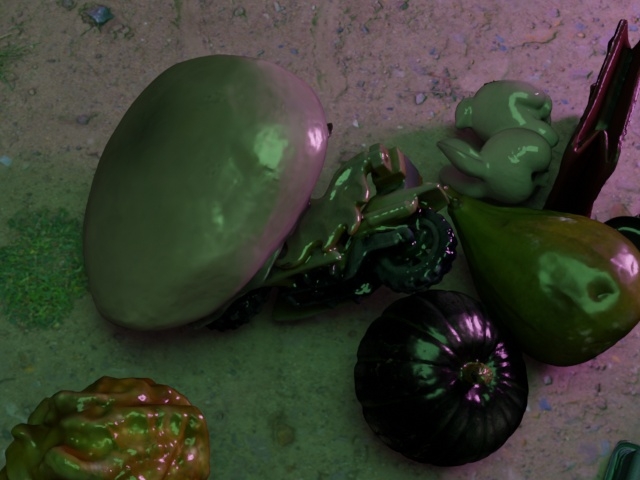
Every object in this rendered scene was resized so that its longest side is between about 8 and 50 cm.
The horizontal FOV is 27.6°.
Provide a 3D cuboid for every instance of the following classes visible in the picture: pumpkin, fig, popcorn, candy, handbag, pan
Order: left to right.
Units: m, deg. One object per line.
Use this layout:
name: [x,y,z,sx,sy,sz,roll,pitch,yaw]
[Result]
popcorn: [-0.246,0.327,1.664,0.321,0.290,0.325,-7,44,-5]
candy: [-0.194,-0.071,1.850,0.386,0.186,0.427,23,85,48]
pumpkin: [0.173,0.190,1.794,0.250,0.216,0.249,3,83,-27]
fig: [0.331,0.026,1.879,0.233,0.233,0.314,-21,71,-14]
handbag: [0.415,-0.159,1.968,0.084,0.260,0.275,20,61,10]
pan: [0.495,-0.025,2.022,0.115,0.040,0.212,24,71,10]

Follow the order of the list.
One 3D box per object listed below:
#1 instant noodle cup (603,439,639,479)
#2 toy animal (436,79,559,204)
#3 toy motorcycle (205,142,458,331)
instant noodle cup: [0.464,0.371,1.800,0.157,0.070,0.179,22,62,6]
toy animal: [0.277,-0.153,2.030,0.179,0.127,0.193,16,64,7]
toy motorcycle: [0.000,0.000,1.883,0.410,0.169,0.237,-12,57,21]
